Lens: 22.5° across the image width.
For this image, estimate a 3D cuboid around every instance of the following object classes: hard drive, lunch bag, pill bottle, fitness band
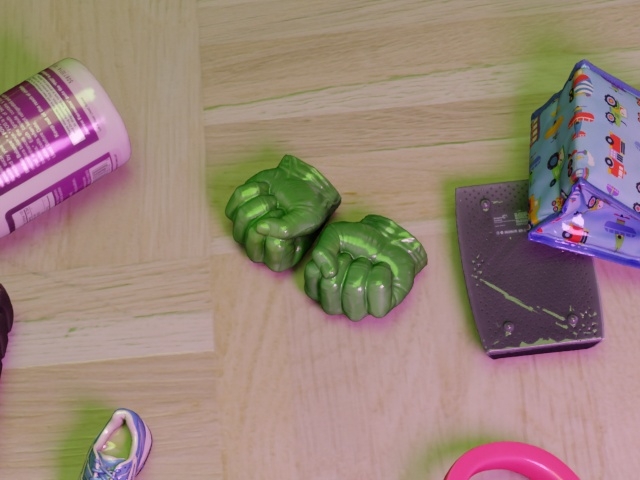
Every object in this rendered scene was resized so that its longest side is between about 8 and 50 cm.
[{"bbox_3d":[0.271,0.037,2.112,0.172,0.054,0.254,-7,58,-1],"label":"hard drive"},{"bbox_3d":[0.429,-0.069,2.115,0.293,0.138,0.221,21,49,-16],"label":"lunch bag"},{"bbox_3d":[-0.420,-0.106,2.165,0.301,0.169,0.169,-32,63,-16],"label":"pill bottle"},{"bbox_3d":[0.240,0.375,1.884,0.209,0.054,0.290,-1,59,-21],"label":"fitness band"}]

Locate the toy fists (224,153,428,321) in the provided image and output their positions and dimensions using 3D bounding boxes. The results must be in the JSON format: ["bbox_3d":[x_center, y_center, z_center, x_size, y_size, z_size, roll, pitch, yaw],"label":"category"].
[{"bbox_3d":[0.000,0.000,2.125,0.279,0.096,0.142,35,68,19],"label":"toy fists"}]

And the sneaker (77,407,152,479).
[{"bbox_3d":[-0.269,0.299,1.966,0.080,0.081,0.211,12,62,8],"label":"sneaker"}]

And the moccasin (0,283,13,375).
[{"bbox_3d":[-0.488,0.213,1.997,0.147,0.139,0.380,-1,62,9],"label":"moccasin"}]
